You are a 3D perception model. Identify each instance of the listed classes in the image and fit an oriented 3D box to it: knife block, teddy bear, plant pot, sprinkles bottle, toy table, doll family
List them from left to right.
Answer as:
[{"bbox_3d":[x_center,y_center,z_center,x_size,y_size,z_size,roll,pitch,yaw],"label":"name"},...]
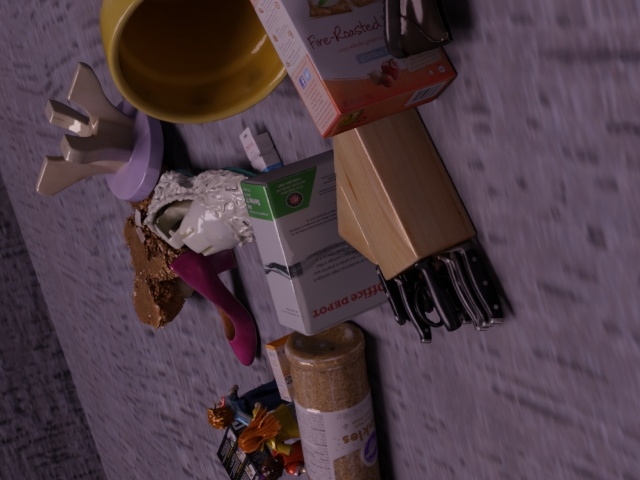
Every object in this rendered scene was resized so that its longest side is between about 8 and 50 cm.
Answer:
[{"bbox_3d":[-0.402,-0.184,2.023,0.274,0.161,0.252,30,104,60],"label":"toy table"},{"bbox_3d":[-0.305,-0.004,2.144,0.245,0.113,0.338,-13,90,57],"label":"teddy bear"},{"bbox_3d":[-0.176,-0.326,1.481,0.254,0.254,0.239,99,156,-47],"label":"plant pot"},{"bbox_3d":[-0.098,0.293,1.876,0.263,0.163,0.118,35,139,49],"label":"doll family"},{"bbox_3d":[0.027,0.299,1.684,0.121,0.121,0.355,30,135,53],"label":"sprinkles bottle"},{"bbox_3d":[0.118,-0.022,1.299,0.242,0.088,0.275,38,141,45],"label":"knife block"}]

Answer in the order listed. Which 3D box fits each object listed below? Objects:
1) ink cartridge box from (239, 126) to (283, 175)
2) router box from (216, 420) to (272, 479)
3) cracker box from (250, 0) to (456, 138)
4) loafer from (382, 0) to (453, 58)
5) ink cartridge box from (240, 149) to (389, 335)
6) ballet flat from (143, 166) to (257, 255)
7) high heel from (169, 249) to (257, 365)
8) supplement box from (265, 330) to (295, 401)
[{"bbox_3d":[-0.089,-0.131,1.683,0.083,0.028,0.048,66,155,3],"label":"ink cartridge box"},{"bbox_3d":[-0.147,0.443,2.226,0.133,0.046,0.179,57,153,20],"label":"router box"},{"bbox_3d":[0.024,-0.244,1.227,0.232,0.156,0.067,62,154,11],"label":"cracker box"},{"bbox_3d":[0.106,-0.297,1.141,0.078,0.080,0.220,3,112,15],"label":"loafer"},{"bbox_3d":[0.000,0.000,1.470,0.087,0.153,0.208,11,119,61],"label":"ink cartridge box"},{"bbox_3d":[-0.185,-0.035,1.817,0.409,0.147,0.147,8,116,64],"label":"ballet flat"},{"bbox_3d":[-0.188,0.126,1.975,0.082,0.117,0.244,25,131,55],"label":"high heel"},{"bbox_3d":[-0.044,0.206,1.821,0.036,0.062,0.098,4,114,61],"label":"supplement box"}]
